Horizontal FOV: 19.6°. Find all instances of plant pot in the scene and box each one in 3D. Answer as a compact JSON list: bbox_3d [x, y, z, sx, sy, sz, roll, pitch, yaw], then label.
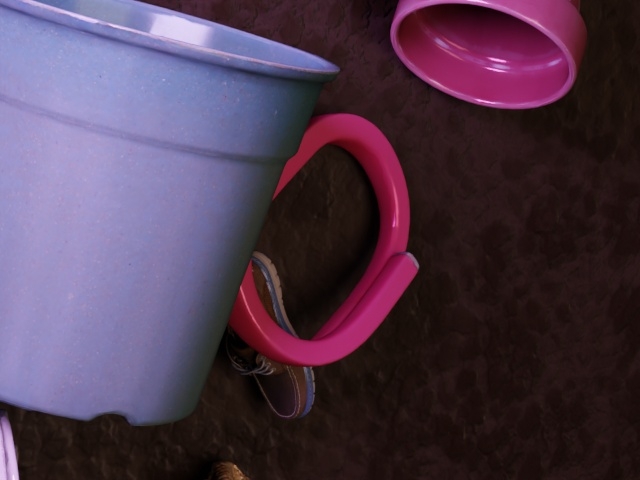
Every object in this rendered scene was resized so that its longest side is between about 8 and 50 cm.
[{"bbox_3d":[-0.188,-0.035,1.615,0.341,0.341,0.334,7,103,-37],"label":"plant pot"},{"bbox_3d":[0.191,-0.264,1.927,0.201,0.201,0.180,36,62,-35],"label":"plant pot"}]

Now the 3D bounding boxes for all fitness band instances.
[{"bbox_3d":[0.000,0.000,1.864,0.291,0.054,0.209,-51,119,-38],"label":"fitness band"}]

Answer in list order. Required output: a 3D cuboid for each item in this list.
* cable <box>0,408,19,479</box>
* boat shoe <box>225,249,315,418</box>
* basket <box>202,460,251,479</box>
[{"bbox_3d":[-0.306,0.276,1.623,0.089,0.257,0.257,-3,108,-10],"label":"cable"},{"bbox_3d":[-0.063,0.105,1.871,0.066,0.066,0.183,-36,110,-51],"label":"boat shoe"},{"bbox_3d":[-0.035,0.401,1.863,0.223,0.213,0.299,-50,124,-17],"label":"basket"}]
